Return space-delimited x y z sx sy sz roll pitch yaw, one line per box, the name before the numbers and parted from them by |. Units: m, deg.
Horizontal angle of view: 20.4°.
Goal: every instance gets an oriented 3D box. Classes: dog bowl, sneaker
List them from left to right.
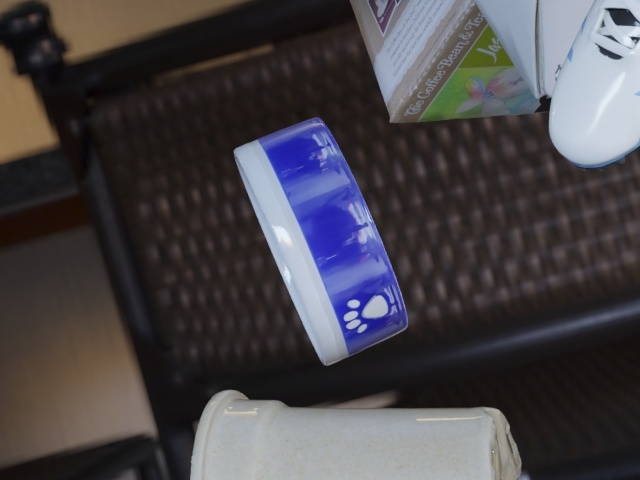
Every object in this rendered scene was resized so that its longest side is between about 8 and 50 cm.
dog bowl | 0.000 0.000 1.982 0.104 0.265 0.265 -23 4 -3
sneaker | 0.193 -0.152 1.007 0.085 0.237 0.086 34 8 39

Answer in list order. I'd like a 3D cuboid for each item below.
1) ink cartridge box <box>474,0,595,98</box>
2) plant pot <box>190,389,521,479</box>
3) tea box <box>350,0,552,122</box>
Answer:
ink cartridge box | 0.245 -0.355 1.663 0.279 0.384 0.160 -22 -34 -6
plant pot | 0.060 0.306 1.901 0.306 0.333 0.334 -9 5 13
tea box | 0.249 -0.321 2.121 0.324 0.220 0.329 -5 -26 -24
